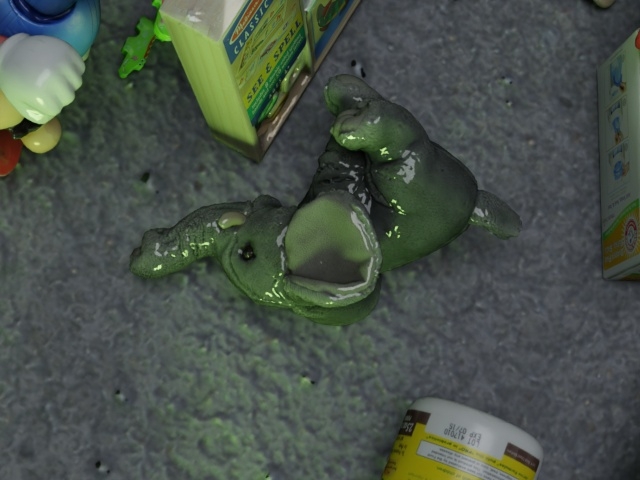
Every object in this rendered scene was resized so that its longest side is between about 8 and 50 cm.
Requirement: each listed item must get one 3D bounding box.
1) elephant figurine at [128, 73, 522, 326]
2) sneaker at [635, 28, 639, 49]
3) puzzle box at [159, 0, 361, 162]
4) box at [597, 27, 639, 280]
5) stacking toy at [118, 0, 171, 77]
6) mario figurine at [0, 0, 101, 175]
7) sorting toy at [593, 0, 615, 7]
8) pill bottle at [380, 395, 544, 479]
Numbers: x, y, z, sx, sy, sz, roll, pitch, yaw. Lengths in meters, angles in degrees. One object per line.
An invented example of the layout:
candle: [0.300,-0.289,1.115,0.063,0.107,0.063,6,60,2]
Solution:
elephant figurine: [0.000,0.000,1.000,0.239,0.186,0.169,-50,132,-3]
sneaker: [0.315,-0.143,0.987,0.118,0.107,0.279,6,74,13]
puzzle box: [0.023,-0.279,0.967,0.052,0.272,0.409,30,80,10]
box: [0.313,-0.068,1.061,0.114,0.103,0.203,3,79,-6]
stacking toy: [-0.087,-0.236,1.009,0.052,0.167,0.221,33,77,-13]
mario figurine: [-0.204,-0.145,0.936,0.198,0.320,0.170,-10,69,-53]
sorting toy: [0.242,-0.349,1.140,0.208,0.038,0.193,39,77,1]
pill bottle: [0.090,0.241,0.965,0.117,0.117,0.215,23,77,-2]
